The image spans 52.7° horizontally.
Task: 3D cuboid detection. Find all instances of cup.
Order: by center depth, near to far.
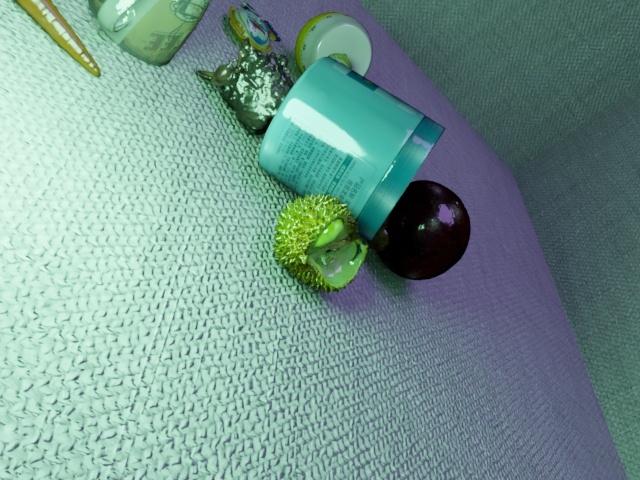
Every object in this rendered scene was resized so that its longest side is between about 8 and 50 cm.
[{"bbox_3d":[-0.370,-0.552,1.428,0.227,0.257,0.301,47,29,-8],"label":"cup"}]

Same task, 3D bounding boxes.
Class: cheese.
[{"bbox_3d":[-0.206,-0.662,2.031,0.177,0.069,0.270,53,26,0],"label":"cheese"}]

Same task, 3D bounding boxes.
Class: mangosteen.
[{"bbox_3d":[0.269,-0.039,1.812,0.293,0.297,0.297,47,27,-9],"label":"mangosteen"}]

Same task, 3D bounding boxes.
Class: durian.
[{"bbox_3d":[-0.002,-0.002,1.426,0.176,0.200,0.237,42,1,41],"label":"durian"}]

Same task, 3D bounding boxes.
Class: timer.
[{"bbox_3d":[0.025,-0.658,2.226,0.285,0.285,0.285,39,30,-27],"label":"timer"}]

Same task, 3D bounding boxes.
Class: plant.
[{"bbox_3d":[-0.163,-0.393,1.652,0.234,0.204,0.178,57,16,1],"label":"plant"}]

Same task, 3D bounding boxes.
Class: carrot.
[{"bbox_3d":[-0.545,-0.451,1.245,0.336,0.069,0.069,53,25,-16],"label":"carrot"}]

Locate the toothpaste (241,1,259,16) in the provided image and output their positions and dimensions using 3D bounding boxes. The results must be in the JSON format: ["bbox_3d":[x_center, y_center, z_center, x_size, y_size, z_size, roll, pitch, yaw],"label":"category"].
[{"bbox_3d":[-0.238,-0.782,2.183,0.083,0.019,0.027,23,22,-52],"label":"toothpaste"}]

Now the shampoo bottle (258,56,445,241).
[{"bbox_3d":[0.070,-0.223,1.577,0.342,0.331,0.331,33,27,4],"label":"shampoo bottle"}]

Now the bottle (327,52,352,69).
[{"bbox_3d":[0.009,-0.446,1.987,0.093,0.093,0.330,41,49,-23],"label":"bottle"}]
